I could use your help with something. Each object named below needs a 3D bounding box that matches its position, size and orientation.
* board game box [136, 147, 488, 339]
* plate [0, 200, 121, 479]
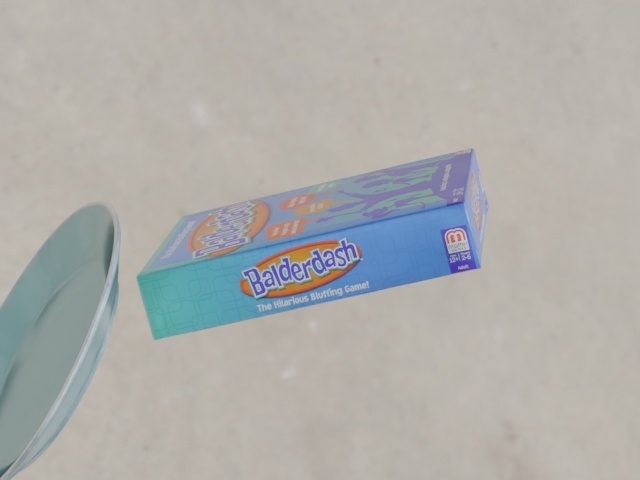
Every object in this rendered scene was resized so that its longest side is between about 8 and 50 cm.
[{"bbox_3d":[0.000,0.000,1.280,0.160,0.210,0.047,-69,144,-74],"label":"board game box"},{"bbox_3d":[-0.153,0.066,1.085,0.024,0.188,0.188,29,53,-21],"label":"plate"}]
